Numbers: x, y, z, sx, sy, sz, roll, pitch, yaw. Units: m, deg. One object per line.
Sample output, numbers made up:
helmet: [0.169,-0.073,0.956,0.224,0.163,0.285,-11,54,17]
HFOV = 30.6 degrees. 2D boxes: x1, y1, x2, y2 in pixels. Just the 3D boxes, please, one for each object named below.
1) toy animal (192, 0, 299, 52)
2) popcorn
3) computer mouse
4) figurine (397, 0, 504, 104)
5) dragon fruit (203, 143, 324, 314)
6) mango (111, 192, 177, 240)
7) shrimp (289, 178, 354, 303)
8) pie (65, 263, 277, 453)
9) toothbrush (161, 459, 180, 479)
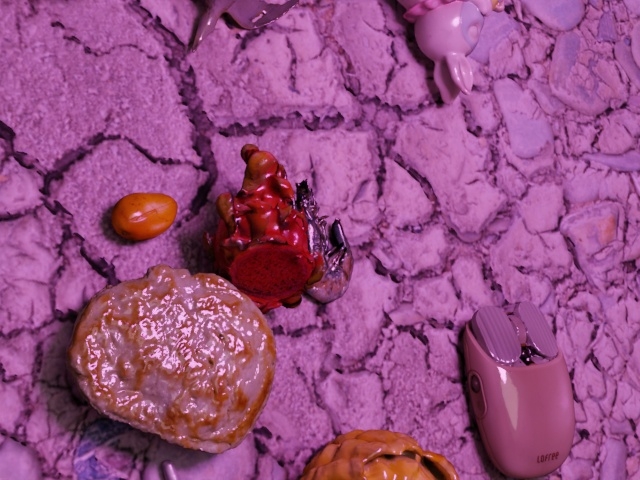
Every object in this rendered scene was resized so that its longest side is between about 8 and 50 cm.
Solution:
toy animal: [-0.129,-0.318,1.499,0.219,0.095,0.155,28,59,-19]
popcorn: [0.061,0.341,1.353,0.250,0.190,0.250,9,66,-22]
computer mouse: [0.270,0.200,1.576,0.145,0.082,0.236,-2,77,-29]
figurine: [0.187,-0.325,1.670,0.155,0.127,0.235,-28,95,-43]
dragon fruit: [-0.071,-0.013,1.402,0.133,0.150,0.208,-5,90,-24]
mango: [-0.207,-0.031,1.395,0.089,0.046,0.060,-26,88,-37]
shrimp: [0.000,0.000,1.517,0.091,0.034,0.161,-10,86,-43]
pie: [-0.164,0.131,1.342,0.248,0.090,0.201,26,68,-20]
toothbrush: [-0.128,0.371,1.335,0.024,0.018,0.257,-21,87,-26]
